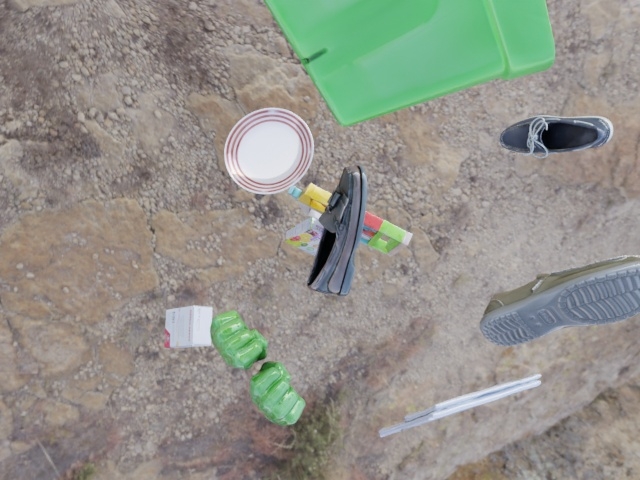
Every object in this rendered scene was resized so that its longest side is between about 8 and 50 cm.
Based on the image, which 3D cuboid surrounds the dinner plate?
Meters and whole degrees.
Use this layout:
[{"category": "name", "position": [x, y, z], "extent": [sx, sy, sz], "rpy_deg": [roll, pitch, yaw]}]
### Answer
[{"category": "dinner plate", "position": [-0.079, -0.137, 0.762], "extent": [0.141, 0.141, 0.017], "rpy_deg": [-39, 165, -2]}]

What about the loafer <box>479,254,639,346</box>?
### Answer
[{"category": "loafer", "position": [0.348, 0.073, 0.710], "extent": [0.251, 0.087, 0.094], "rpy_deg": [-24, 117, 30]}]

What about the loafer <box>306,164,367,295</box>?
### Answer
[{"category": "loafer", "position": [0.029, -0.012, 0.934], "extent": [0.084, 0.096, 0.267], "rpy_deg": [2, 113, -12]}]

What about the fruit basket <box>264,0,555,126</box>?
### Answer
[{"category": "fruit basket", "position": [0.087, -0.307, 0.341], "extent": [0.392, 0.283, 0.391], "rpy_deg": [-7, 126, -9]}]

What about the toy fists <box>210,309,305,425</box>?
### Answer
[{"category": "toy fists", "position": [-0.136, 0.271, 1.048], "extent": [0.096, 0.142, 0.279], "rpy_deg": [-34, 83, -16]}]

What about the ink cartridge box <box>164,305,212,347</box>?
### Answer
[{"category": "ink cartridge box", "position": [-0.431, 0.284, 1.606], "extent": [0.072, 0.175, 0.127], "rpy_deg": [13, 71, -45]}]

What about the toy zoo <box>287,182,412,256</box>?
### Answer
[{"category": "toy zoo", "position": [0.057, -0.051, 1.149], "extent": [0.293, 0.192, 0.030], "rpy_deg": [27, 80, 1]}]

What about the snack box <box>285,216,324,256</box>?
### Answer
[{"category": "snack box", "position": [0.000, 0.000, 1.198], "extent": [0.141, 0.037, 0.100], "rpy_deg": [27, 146, -34]}]

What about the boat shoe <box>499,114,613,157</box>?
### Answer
[{"category": "boat shoe", "position": [0.530, -0.241, 1.147], "extent": [0.079, 0.255, 0.095], "rpy_deg": [-19, 113, -40]}]

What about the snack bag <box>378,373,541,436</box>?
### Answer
[{"category": "snack bag", "position": [0.348, 0.429, 1.276], "extent": [0.323, 0.037, 0.342], "rpy_deg": [-9, 155, -21]}]

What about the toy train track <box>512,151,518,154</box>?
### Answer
[{"category": "toy train track", "position": [0.618, -0.290, 1.545], "extent": [0.048, 0.014, 0.083], "rpy_deg": [4, 158, 7]}]
